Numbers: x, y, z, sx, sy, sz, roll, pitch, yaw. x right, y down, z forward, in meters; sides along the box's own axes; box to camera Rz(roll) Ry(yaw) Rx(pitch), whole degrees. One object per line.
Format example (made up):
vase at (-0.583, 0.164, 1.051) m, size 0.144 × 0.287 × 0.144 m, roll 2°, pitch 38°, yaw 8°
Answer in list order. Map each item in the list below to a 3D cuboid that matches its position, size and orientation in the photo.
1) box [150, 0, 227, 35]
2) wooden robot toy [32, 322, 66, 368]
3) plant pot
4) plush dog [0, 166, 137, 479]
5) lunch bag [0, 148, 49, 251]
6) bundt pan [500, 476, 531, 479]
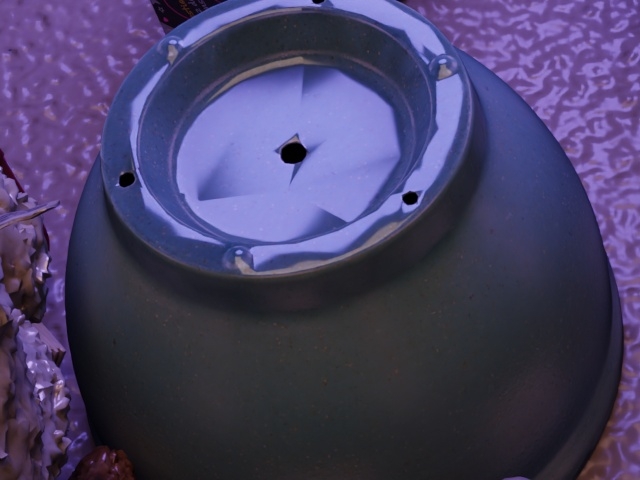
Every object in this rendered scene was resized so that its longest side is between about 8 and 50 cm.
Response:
box at (-0.009, -0.247, 1.035) m, size 0.142 × 0.163 × 0.247 m, roll 13°, pitch 58°, yaw 24°
wooden robot toy at (-0.189, 0.074, 0.852) m, size 0.079 × 0.173 × 0.076 m, roll 42°, pitch 101°, yaw 30°
plant pot at (0.000, 0.000, 0.834) m, size 0.293 × 0.196 × 0.293 m, roll -5°, pitch 54°, yaw 7°
plush dog at (-0.166, 0.114, 0.696) m, size 0.262 × 0.225 × 0.210 m, roll -35°, pitch 29°, yaw -30°
lunch bag at (-0.281, 0.003, 0.835) m, size 0.120 × 0.293 × 0.258 m, roll 38°, pitch 69°, yaw 27°
bundt pan at (0.047, 0.237, 0.641) m, size 0.330 × 0.124 × 0.331 m, roll -16°, pitch 23°, yaw 7°
